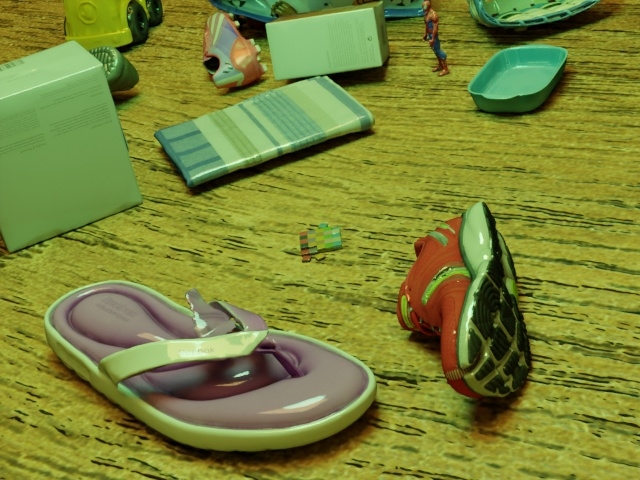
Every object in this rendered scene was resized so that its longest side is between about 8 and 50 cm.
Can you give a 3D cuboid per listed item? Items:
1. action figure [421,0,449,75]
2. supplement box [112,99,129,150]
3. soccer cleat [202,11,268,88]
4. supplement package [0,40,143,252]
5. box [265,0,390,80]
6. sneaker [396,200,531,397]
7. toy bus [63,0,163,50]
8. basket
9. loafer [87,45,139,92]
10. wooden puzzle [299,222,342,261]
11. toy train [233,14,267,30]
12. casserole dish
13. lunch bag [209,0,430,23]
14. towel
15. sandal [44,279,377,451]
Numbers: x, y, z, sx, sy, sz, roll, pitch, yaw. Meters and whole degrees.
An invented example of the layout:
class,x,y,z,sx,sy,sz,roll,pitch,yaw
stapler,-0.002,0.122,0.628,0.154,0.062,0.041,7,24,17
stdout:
class,x,y,z,sx,sy,sz,roll,pitch,yaw
action figure,0.168,-0.304,1.682,0.030,0.115,0.038,-16,29,-6
supplement box,-0.414,-0.148,1.646,0.220,0.114,0.111,-30,34,-25
soccer cleat,-0.167,-0.319,1.885,0.095,0.083,0.248,-24,33,-10
supplement package,-0.371,-0.129,1.501,0.194,0.203,0.149,-22,30,-17
box,0.014,-0.314,1.759,0.170,0.091,0.130,-6,16,11
sneaker,0.131,0.070,1.091,0.118,0.107,0.279,-24,22,19
toy bus,-0.411,-0.484,2.133,0.149,0.211,0.220,-5,28,16
basket,0.340,-0.437,1.728,0.254,0.201,0.289,-16,-2,-3
loafer,-0.405,-0.267,1.897,0.251,0.087,0.094,3,76,39
wooden puzzle,0.000,0.000,1.328,0.049,0.006,0.083,-11,29,2
toy train,-0.111,-0.405,2.061,0.158,0.027,0.036,-7,33,11
casserole dish,0.281,-0.226,1.583,0.114,0.037,0.188,4,33,28
lunch bag,-0.011,-0.551,1.997,0.385,0.239,0.328,-7,45,9
towel,-0.082,-0.158,1.610,0.285,0.034,0.209,-21,30,-13
sandal,-0.138,0.101,1.106,0.416,0.102,0.169,11,37,36
